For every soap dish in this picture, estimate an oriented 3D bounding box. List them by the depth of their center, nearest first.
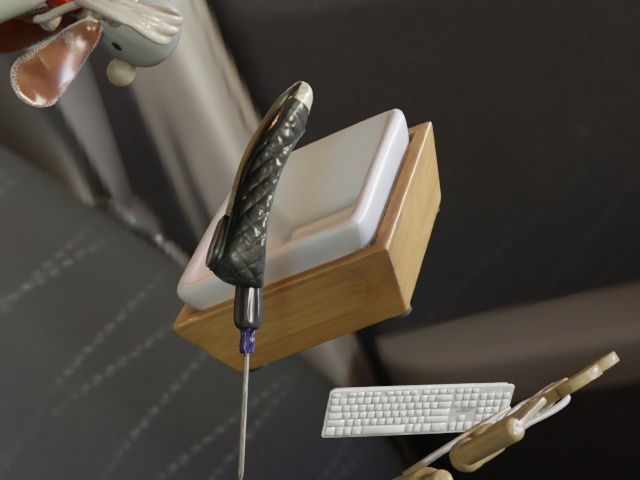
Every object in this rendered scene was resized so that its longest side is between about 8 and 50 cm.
[{"bbox_3d":[0.000,0.000,1.567,0.229,0.118,0.291,-22,20,22],"label":"soap dish"}]

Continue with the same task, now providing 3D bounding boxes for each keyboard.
[{"bbox_3d":[0.126,0.218,2.044,0.256,0.072,0.014,0,23,-20],"label":"keyboard"}]

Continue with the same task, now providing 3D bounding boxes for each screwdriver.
[{"bbox_3d":[-0.060,0.103,1.250,0.024,0.169,0.025,6,-6,-23],"label":"screwdriver"}]

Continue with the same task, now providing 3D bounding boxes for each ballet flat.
[{"bbox_3d":[-0.041,-0.044,1.250,0.049,0.173,0.057,24,-11,-14],"label":"ballet flat"}]

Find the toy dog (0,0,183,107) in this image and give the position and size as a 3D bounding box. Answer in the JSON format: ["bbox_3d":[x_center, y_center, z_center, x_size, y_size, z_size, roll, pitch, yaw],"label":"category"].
[{"bbox_3d":[-0.293,-0.184,1.385,0.334,0.161,0.220,20,12,-13],"label":"toy dog"}]

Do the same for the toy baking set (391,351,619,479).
[{"bbox_3d":[0.134,0.155,1.225,0.197,0.030,0.256,-28,-7,-20],"label":"toy baking set"}]
